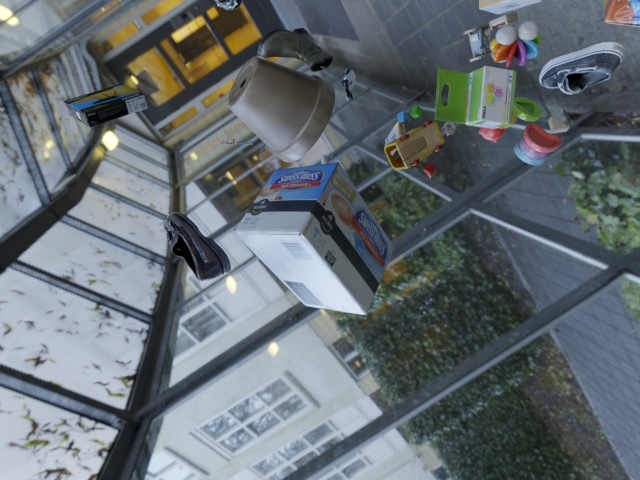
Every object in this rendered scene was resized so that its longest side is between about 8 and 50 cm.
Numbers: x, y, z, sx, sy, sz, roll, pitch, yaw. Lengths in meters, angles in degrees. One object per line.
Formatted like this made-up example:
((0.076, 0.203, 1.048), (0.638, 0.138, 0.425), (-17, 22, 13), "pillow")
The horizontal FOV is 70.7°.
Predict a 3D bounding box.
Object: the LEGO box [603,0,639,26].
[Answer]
((0.819, -0.765, 1.032), (0.193, 0.500, 0.373), (15, 137, 18), "LEGO box")

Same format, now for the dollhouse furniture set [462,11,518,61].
((0.722, -0.855, 1.902), (0.183, 0.129, 0.129), (8, 122, 59), "dollhouse furniture set")

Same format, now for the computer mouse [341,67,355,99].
((0.135, -0.728, 2.059), (0.106, 0.042, 0.193), (62, -152, -42), "computer mouse")

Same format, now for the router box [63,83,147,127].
((-0.609, -0.387, 1.283), (0.133, 0.179, 0.046), (29, 138, 31), "router box")

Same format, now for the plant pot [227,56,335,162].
((-0.154, -0.477, 1.570), (0.280, 0.323, 0.323), (25, -160, -33), "plant pot")

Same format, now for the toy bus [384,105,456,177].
((0.301, -0.307, 1.434), (0.202, 0.191, 0.104), (16, 177, -23), "toy bus")

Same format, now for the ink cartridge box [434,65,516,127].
((0.538, -0.503, 1.572), (0.097, 0.255, 0.189), (-165, 77, -72), "ink cartridge box")

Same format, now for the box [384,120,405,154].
((0.292, -0.398, 1.778), (0.136, 0.028, 0.081), (121, 154, -57), "box")

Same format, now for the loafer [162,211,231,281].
((-0.365, 0.014, 1.233), (0.302, 0.095, 0.109), (32, 141, 36), "loafer")

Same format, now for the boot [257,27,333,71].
((-0.072, -0.618, 1.484), (0.161, 0.246, 0.083), (46, 140, 13), "boot")

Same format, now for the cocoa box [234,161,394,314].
((0.000, 0.000, 1.187), (0.231, 0.228, 0.347), (2, 143, 40), "cocoa box")

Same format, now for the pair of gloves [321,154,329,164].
((0.037, -0.153, 1.530), (0.240, 0.042, 0.204), (89, 171, -70), "pair of gloves")

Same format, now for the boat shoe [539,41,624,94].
((0.763, -0.493, 1.358), (0.108, 0.102, 0.301), (21, -179, -15), "boat shoe")

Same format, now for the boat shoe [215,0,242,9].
((-0.288, -0.778, 1.396), (0.099, 0.116, 0.319), (32, -166, -20), "boat shoe")

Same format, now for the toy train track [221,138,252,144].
((-0.224, -0.265, 1.208), (0.048, 0.083, 0.014), (-124, 35, -71), "toy train track")

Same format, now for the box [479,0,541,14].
((0.494, -0.699, 1.168), (0.130, 0.091, 0.171), (12, 107, 53), "box")

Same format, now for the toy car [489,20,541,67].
((0.742, -0.725, 1.708), (0.159, 0.181, 0.136), (49, -143, -69), "toy car")

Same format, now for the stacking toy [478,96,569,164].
((0.837, -0.445, 1.864), (0.309, 0.279, 0.130), (45, 146, 20), "stacking toy")
